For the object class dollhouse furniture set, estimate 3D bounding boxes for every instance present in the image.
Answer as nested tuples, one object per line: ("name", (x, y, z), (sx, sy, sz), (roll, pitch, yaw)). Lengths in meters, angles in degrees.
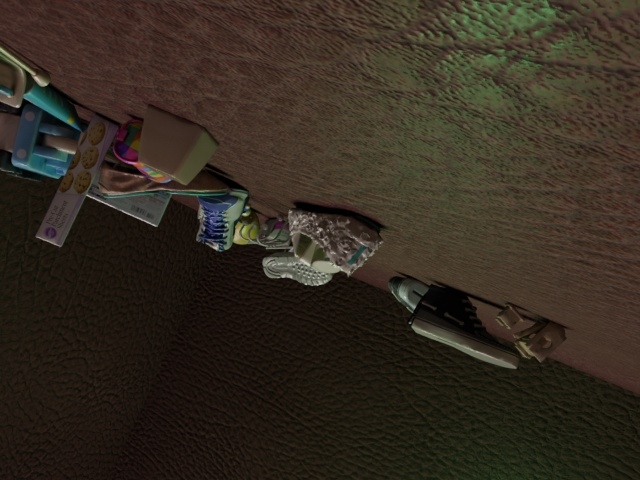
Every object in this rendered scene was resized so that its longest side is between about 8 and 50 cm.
("dollhouse furniture set", (0.541, 0.222, 1.643), (0.161, 0.101, 0.182), (48, 178, 6))

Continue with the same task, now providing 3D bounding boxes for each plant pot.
("plant pot", (-0.272, -0.066, 2.188), (0.134, 0.134, 0.095), (25, 151, -7))
("plant pot", (-0.257, -0.159, 1.082), (0.109, 0.096, 0.109), (24, 176, 7))

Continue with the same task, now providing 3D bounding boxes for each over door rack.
("over door rack", (-0.052, -0.014, 1.791), (0.323, 0.108, 0.239), (10, -179, -20))

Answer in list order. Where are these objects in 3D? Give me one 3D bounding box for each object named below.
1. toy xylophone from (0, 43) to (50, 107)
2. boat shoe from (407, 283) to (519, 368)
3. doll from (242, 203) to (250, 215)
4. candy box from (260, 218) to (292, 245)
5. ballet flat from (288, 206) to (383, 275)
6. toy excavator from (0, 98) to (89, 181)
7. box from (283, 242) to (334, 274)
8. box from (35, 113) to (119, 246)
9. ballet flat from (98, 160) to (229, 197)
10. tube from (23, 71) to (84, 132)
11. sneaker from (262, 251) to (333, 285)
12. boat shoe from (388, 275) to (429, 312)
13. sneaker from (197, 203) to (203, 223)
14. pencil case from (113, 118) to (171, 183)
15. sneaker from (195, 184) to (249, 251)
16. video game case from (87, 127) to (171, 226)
("toy xylophone", (-0.656, -0.342, 1.126), (0.236, 0.081, 0.322), (22, 175, 23))
("boat shoe", (0.432, 0.241, 1.803), (0.340, 0.158, 0.127), (21, 167, 26))
("doll", (-0.291, -0.111, 2.060), (0.128, 0.046, 0.189), (-9, 167, 25))
("candy box", (-0.121, -0.016, 2.205), (0.159, 0.071, 0.233), (24, 176, -14))
("ballet flat", (0.000, 0.000, 1.390), (0.146, 0.147, 0.409), (25, 176, -19))
("toy excavator", (-0.725, -0.272, 1.770), (0.444, 0.223, 0.433), (11, 178, -2))
("box", (-0.021, 0.056, 2.079), (0.184, 0.045, 0.191), (27, 138, -14))
("box", (-0.580, -0.145, 1.480), (0.067, 0.324, 0.063), (27, 180, -20))
("ballet flat", (-0.382, -0.160, 1.504), (0.315, 0.106, 0.107), (-2, -170, -8))
("tube", (-0.598, -0.308, 1.378), (0.052, 0.080, 0.207), (-21, 168, 6))
("sneaker", (-0.057, 0.072, 1.848), (0.234, 0.090, 0.094), (11, -161, 30))
("boat shoe", (0.362, 0.208, 2.180), (0.335, 0.121, 0.119), (42, 173, -39))
("sneaker", (-0.383, -0.111, 2.147), (0.099, 0.121, 0.262), (24, 175, 1))
("pencil case", (-0.374, -0.190, 1.349), (0.104, 0.105, 0.236), (24, 174, 1))
("sneaker", (-0.280, -0.062, 1.738), (0.127, 0.182, 0.315), (16, 177, 2))
("video game case", (-0.473, -0.164, 1.562), (0.212, 0.194, 0.023), (25, -167, -10))
